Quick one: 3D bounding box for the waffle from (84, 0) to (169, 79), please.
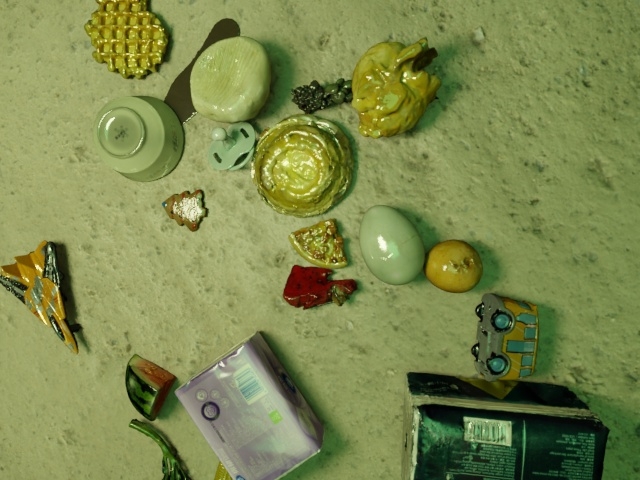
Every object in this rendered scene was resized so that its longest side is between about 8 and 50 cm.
[{"bbox_3d":[-0.510,-0.566,1.247,0.253,0.056,0.249,38,97,6],"label":"waffle"}]

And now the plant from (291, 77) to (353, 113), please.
[{"bbox_3d":[0.012,-0.372,1.187,0.174,0.087,0.085,-10,127,4],"label":"plant"}]

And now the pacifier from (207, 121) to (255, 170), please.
[{"bbox_3d":[-0.239,-0.250,1.197,0.150,0.116,0.127,-34,69,8],"label":"pacifier"}]

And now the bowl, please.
[{"bbox_3d":[-0.495,-0.276,1.223,0.237,0.126,0.238,0,94,6],"label":"bowl"}]

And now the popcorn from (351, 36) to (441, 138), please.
[{"bbox_3d":[0.170,-0.374,1.117,0.253,0.191,0.190,-46,57,4],"label":"popcorn"}]

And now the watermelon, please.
[{"bbox_3d":[-0.473,0.405,1.247,0.137,0.145,0.193,-21,91,2],"label":"watermelon"}]

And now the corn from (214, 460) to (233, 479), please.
[{"bbox_3d":[-0.263,0.692,1.270,0.080,0.080,0.231,17,97,6],"label":"corn"}]

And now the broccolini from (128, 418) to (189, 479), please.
[{"bbox_3d":[-0.464,0.620,1.296,0.123,0.062,0.271,-35,94,-8],"label":"broccolini"}]

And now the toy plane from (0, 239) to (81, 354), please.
[{"bbox_3d":[-0.749,0.174,1.295,0.204,0.103,0.316,-32,96,9],"label":"toy plane"}]

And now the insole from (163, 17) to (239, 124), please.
[{"bbox_3d":[-0.322,-0.453,1.255,0.111,0.007,0.328,35,96,2],"label":"insole"}]

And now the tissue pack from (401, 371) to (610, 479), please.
[{"bbox_3d":[0.406,0.480,1.091,0.416,0.253,0.264,2,92,6],"label":"tissue pack"}]

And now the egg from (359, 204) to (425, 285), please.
[{"bbox_3d":[0.173,0.010,1.147,0.151,0.151,0.209,-26,87,7],"label":"egg"}]

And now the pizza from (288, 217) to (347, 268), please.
[{"bbox_3d":[0.000,0.001,1.219,0.175,0.046,0.134,18,95,6],"label":"pizza"}]

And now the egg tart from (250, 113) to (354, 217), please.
[{"bbox_3d":[-0.050,-0.192,1.193,0.278,0.095,0.279,0,94,6],"label":"egg tart"}]

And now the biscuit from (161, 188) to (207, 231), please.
[{"bbox_3d":[-0.375,-0.087,1.272,0.130,0.019,0.119,9,94,7],"label":"biscuit"}]

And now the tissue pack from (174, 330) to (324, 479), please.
[{"bbox_3d":[-0.173,0.446,1.205,0.242,0.160,0.338,-34,89,6],"label":"tissue pack"}]

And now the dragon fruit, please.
[{"bbox_3d":[0.002,0.132,1.228,0.192,0.122,0.092,-5,132,4],"label":"dragon fruit"}]

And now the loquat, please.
[{"bbox_3d":[0.325,0.063,1.141,0.141,0.141,0.141,0,93,7],"label":"loquat"}]

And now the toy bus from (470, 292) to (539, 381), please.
[{"bbox_3d":[0.461,0.238,1.141,0.136,0.126,0.210,4,93,-2],"label":"toy bus"}]

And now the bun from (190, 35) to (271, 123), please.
[{"bbox_3d":[-0.217,-0.395,1.174,0.231,0.133,0.231,-3,80,19],"label":"bun"}]
